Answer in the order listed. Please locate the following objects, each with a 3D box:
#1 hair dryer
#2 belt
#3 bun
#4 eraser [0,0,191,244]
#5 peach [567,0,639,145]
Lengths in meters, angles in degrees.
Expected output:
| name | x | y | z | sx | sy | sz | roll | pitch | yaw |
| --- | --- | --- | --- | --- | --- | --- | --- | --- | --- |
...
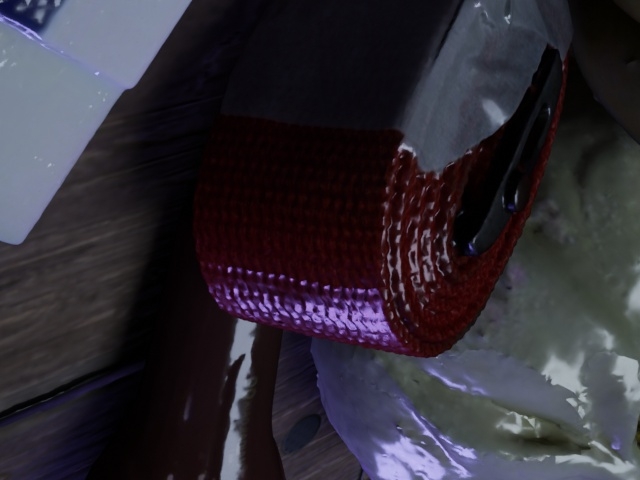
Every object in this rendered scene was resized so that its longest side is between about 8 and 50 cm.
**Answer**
| name | x | y | z | sx | sy | sz | roll | pitch | yaw |
| --- | --- | --- | --- | --- | --- | --- | --- | --- | --- |
| hair dryer | -0.164 | 0.142 | 0.532 | 0.341 | 0.123 | 0.312 | -9 | 119 | -33 |
| belt | 0.041 | -0.046 | 0.489 | 0.128 | 0.124 | 0.200 | 50 | 58 | -49 |
| bun | 0.179 | 0.060 | 0.730 | 0.365 | 0.219 | 0.365 | -32 | 146 | -24 |
| eraser | -0.074 | -0.147 | 0.336 | 0.287 | 0.086 | 0.130 | -54 | 146 | 6 |
| peach | 0.231 | -0.162 | 0.513 | 0.292 | 0.248 | 0.292 | -9 | 90 | -68 |
